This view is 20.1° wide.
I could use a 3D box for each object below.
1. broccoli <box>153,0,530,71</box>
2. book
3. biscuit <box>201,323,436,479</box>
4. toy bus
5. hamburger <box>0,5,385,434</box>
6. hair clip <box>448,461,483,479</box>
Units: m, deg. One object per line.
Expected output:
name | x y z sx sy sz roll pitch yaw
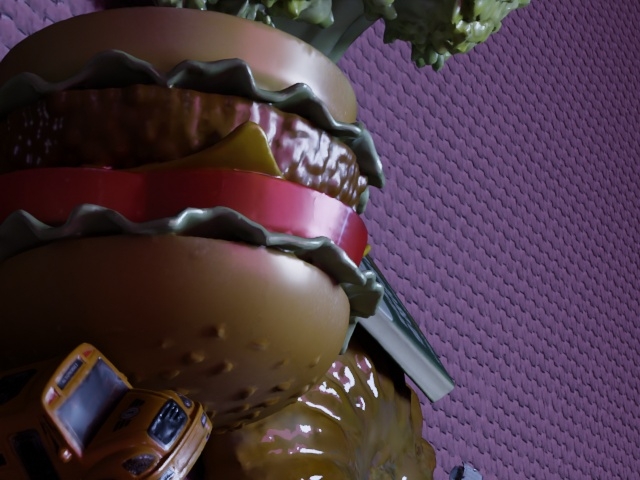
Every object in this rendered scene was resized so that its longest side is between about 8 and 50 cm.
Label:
broccoli | 0.006 -0.249 1.453 0.348 0.281 0.293 15 34 -23
book | 0.000 0.000 1.450 0.264 0.027 0.202 47 7 -43
biscuit | 0.017 0.203 1.430 0.326 0.107 0.325 -14 90 -68
toy bus | -0.161 0.115 0.981 0.088 0.194 0.083 65 27 -19
hamburger | -0.095 0.009 1.090 0.274 0.274 0.212 38 49 -54
hair clip | 0.114 0.312 1.639 0.140 0.054 0.220 46 42 -55
